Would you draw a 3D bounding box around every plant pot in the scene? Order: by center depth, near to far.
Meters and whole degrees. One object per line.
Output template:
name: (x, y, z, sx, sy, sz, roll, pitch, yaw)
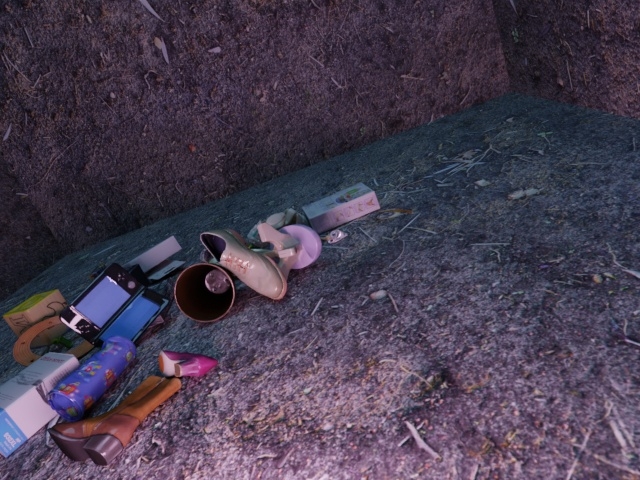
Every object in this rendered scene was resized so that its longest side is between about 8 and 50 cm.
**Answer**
plant pot: (-0.414, 0.177, 1.695, 0.216, 0.215, 0.230, -22, 5, 2)

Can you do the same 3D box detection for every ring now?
ring: (-1.084, 0.416, 1.850, 0.337, 0.032, 0.336, 1, 29, -1)

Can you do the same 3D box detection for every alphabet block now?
alphabet block: (-1.325, 0.373, 2.109, 0.194, 0.197, 0.192, -14, 22, 22)

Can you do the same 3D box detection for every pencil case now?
pencil case: (-0.735, 0.438, 1.435, 0.133, 0.119, 0.306, 4, 26, 13)

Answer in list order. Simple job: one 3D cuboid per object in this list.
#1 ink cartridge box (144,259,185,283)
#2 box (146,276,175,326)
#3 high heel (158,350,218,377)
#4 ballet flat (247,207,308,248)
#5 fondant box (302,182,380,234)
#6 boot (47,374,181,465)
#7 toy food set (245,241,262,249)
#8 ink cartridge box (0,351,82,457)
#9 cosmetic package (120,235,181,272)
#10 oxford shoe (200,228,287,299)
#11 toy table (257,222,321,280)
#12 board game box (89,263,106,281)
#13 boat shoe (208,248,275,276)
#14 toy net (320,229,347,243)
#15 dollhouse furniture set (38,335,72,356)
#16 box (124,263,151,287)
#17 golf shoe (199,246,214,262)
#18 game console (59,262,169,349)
ink cartridge box: (-0.824, 0.170, 2.326, 0.225, 0.056, 0.181, 3, 31, 42)
box: (-0.770, 0.291, 1.914, 0.243, 0.076, 0.307, -22, 20, 0)
high heel: (-0.417, 0.374, 1.370, 0.117, 0.082, 0.244, -2, -9, -37)
ballet flat: (-0.165, -0.074, 2.024, 0.147, 0.146, 0.409, -9, 12, 33)
fondant box: (0.092, -0.157, 2.131, 0.331, 0.096, 0.238, -24, 20, -2)
boot: (-0.570, 0.466, 1.232, 0.264, 0.096, 0.280, -10, 22, 30)
toy food set: (-0.363, 0.032, 2.203, 0.132, 0.038, 0.192, -35, 23, -31)
ink cartridge box: (-0.952, 0.518, 1.446, 0.223, 0.128, 0.307, -7, 25, 37)
cosmetic package: (-0.972, 0.119, 2.438, 0.377, 0.097, 0.284, -19, 14, 46)
oxford shoe: (-0.291, 0.090, 1.618, 0.397, 0.140, 0.147, 33, 15, 28)
toy table: (-0.143, 0.043, 1.699, 0.161, 0.252, 0.274, -20, -6, -46)
board game box: (-1.135, 0.224, 2.331, 0.048, 0.170, 0.141, -23, 21, -4)
boat shoe: (-0.335, 0.111, 1.908, 0.303, 0.109, 0.098, -10, 57, 2)
toy net: (0.000, 0.000, 1.896, 0.233, 0.045, 0.122, -18, 20, 11)
dollhouse furniture set: (-1.149, 0.479, 1.910, 0.152, 0.058, 0.076, -41, 28, 4)
box: (-0.962, 0.226, 2.172, 0.207, 0.153, 0.108, -18, 20, 9)
golf shoe: (-0.585, 0.083, 2.290, 0.086, 0.067, 0.186, -47, 18, 9)
game console: (-0.786, 0.262, 1.702, 0.173, 0.250, 0.293, -10, 38, 52)
